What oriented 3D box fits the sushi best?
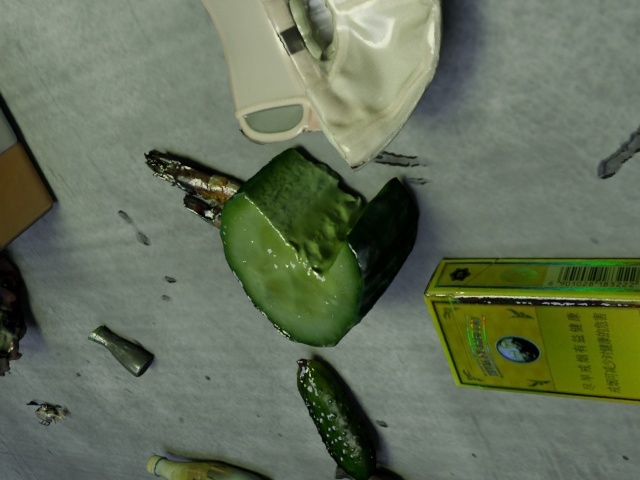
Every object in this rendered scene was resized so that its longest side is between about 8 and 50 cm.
[{"bbox_3d":[-0.620,0.138,1.161,0.170,0.237,0.270,13,130,12],"label":"sushi"}]

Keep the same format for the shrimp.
[{"bbox_3d":[-0.146,-0.054,0.824,0.160,0.034,0.091,28,138,8],"label":"shrimp"}]

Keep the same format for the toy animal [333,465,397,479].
[{"bbox_3d":[0.061,0.425,1.082,0.121,0.094,0.225,22,135,2],"label":"toy animal"}]

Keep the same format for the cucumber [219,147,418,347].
[{"bbox_3d":[-0.005,0.006,0.729,0.191,0.130,0.191,18,129,24],"label":"cucumber"}]

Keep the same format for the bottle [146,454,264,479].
[{"bbox_3d":[-0.216,0.450,1.282,0.269,0.083,0.083,8,131,29],"label":"bottle"}]

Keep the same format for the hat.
[{"bbox_3d":[-0.016,-0.189,0.595,0.226,0.164,0.220,45,161,58],"label":"hat"}]

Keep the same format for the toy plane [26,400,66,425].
[{"bbox_3d":[-0.591,0.377,1.498,0.120,0.031,0.049,4,120,34],"label":"toy plane"}]

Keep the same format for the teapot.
[{"bbox_3d":[-0.337,0.182,1.154,0.110,0.043,0.043,33,138,7],"label":"teapot"}]

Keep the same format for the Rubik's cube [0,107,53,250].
[{"bbox_3d":[-0.634,-0.094,0.873,0.346,0.347,0.345,6,129,30],"label":"Rubik's cube"}]

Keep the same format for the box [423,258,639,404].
[{"bbox_3d":[0.228,0.089,0.691,0.219,0.064,0.141,1,128,34],"label":"box"}]

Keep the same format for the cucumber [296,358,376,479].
[{"bbox_3d":[0.022,0.251,0.968,0.069,0.069,0.228,-9,118,38],"label":"cucumber"}]
